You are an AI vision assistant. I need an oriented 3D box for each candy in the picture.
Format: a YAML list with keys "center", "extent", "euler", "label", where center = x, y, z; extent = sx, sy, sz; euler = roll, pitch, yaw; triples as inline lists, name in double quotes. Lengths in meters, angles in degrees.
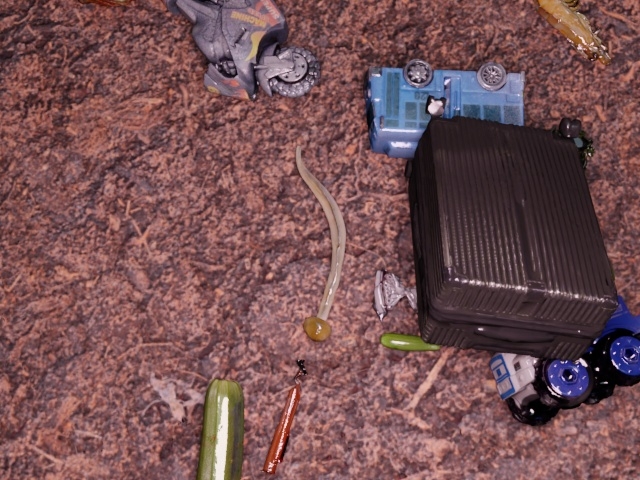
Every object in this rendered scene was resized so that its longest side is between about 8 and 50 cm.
- center: [0.182, 0.103, 1.247]
  extent: [0.226, 0.051, 0.094]
  euler: [20, 83, 4]
  label: "candy"

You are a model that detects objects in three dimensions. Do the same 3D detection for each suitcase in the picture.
- center: [0.238, -0.019, 1.123]
  extent: [0.229, 0.152, 0.335]
  euler: [7, 46, -6]
  label: "suitcase"

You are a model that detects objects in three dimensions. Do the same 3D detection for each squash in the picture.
- center: [-0.141, 0.308, 1.193]
  extent: [0.066, 0.066, 0.229]
  euler: [3, 77, 1]
  label: "squash"
- center: [0.132, 0.150, 1.248]
  extent: [0.089, 0.027, 0.027]
  euler: [4, 76, 2]
  label: "squash"

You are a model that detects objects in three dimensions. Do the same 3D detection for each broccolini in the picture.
- center: [0.401, -0.058, 1.301]
  extent: [0.057, 0.071, 0.254]
  euler: [-7, 80, -44]
  label: "broccolini"

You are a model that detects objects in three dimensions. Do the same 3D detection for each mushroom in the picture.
- center: [0.001, 0.000, 1.285]
  extent: [0.068, 0.043, 0.306]
  euler: [5, 73, -24]
  label: "mushroom"

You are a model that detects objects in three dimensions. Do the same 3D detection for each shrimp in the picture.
- center: [0.427, -0.363, 1.371]
  extent: [0.124, 0.034, 0.178]
  euler: [-37, 74, -14]
  label: "shrimp"

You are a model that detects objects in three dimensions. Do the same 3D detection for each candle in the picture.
- center: [-0.047, 0.253, 1.229]
  extent: [0.026, 0.021, 0.167]
  euler: [13, 77, 25]
  label: "candle"

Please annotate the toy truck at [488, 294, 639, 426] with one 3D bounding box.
- center: [0.334, 0.144, 1.177]
  extent: [0.213, 0.161, 0.177]
  euler: [-17, 72, -14]
  label: "toy truck"

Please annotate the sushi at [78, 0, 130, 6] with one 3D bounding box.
- center: [-0.418, -0.461, 1.357]
  extent: [0.332, 0.124, 0.130]
  euler: [15, 88, 3]
  label: "sushi"

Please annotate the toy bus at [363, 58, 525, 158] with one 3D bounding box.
- center: [0.181, -0.190, 1.286]
  extent: [0.234, 0.116, 0.133]
  euler: [2, 80, -1]
  label: "toy bus"

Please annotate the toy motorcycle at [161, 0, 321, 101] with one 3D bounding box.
- center: [-0.136, -0.327, 1.331]
  extent: [0.173, 0.108, 0.307]
  euler: [-34, 76, -2]
  label: "toy motorcycle"
